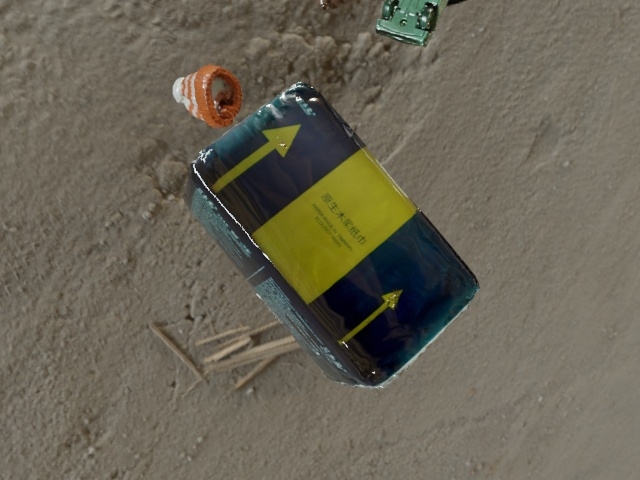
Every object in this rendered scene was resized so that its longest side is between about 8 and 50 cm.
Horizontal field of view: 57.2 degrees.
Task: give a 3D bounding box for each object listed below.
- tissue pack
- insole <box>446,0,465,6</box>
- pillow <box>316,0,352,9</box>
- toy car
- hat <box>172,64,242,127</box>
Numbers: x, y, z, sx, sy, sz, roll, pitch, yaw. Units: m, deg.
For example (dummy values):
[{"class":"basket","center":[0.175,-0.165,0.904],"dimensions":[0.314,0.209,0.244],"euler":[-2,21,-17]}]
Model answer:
[{"class":"tissue pack","center":[0.000,0.000,0.922],"dimensions":[0.253,0.264,0.416],"euler":[-42,91,-17]},{"class":"insole","center":[0.258,-0.631,1.436],"dimensions":[0.012,0.310,0.110],"euler":[-13,113,-59]},{"class":"pillow","center":[0.116,-0.579,1.084],"dimensions":[0.308,0.305,0.108],"euler":[-20,142,14]},{"class":"toy car","center":[0.250,-0.602,1.344],"dimensions":[0.320,0.142,0.097],"euler":[-67,158,4]},{"class":"hat","center":[-0.226,-0.272,1.096],"dimensions":[0.094,0.163,0.112],"euler":[-33,125,-42]}]
